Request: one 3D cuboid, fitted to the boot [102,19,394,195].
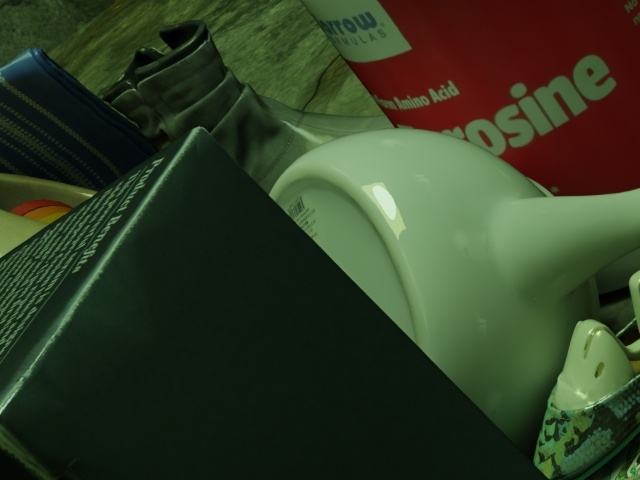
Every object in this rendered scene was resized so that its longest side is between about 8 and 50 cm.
[{"bbox_3d":[-0.055,-0.110,1.454,0.338,0.223,0.118,-17,30,43],"label":"boot"}]

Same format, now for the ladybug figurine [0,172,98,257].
[{"bbox_3d":[-0.225,0.050,1.384,0.449,0.305,0.162,24,104,60],"label":"ladybug figurine"}]

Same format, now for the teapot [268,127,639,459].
[{"bbox_3d":[0.084,0.042,0.991,0.187,0.253,0.256,-12,30,-29],"label":"teapot"}]

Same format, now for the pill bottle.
[{"bbox_3d":[0.118,-0.175,1.060,0.229,0.408,0.229,-33,22,15],"label":"pill bottle"}]

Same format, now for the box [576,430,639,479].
[{"bbox_3d":[0.192,0.147,0.800,0.159,0.044,0.233,-16,31,45],"label":"box"}]

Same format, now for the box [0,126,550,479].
[{"bbox_3d":[-0.123,0.173,0.851,0.395,0.293,0.212,-28,23,42],"label":"box"}]

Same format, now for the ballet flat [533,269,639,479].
[{"bbox_3d":[0.176,0.054,0.862,0.188,0.070,0.070,-41,22,-8],"label":"ballet flat"}]

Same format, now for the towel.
[{"bbox_3d":[-0.347,-0.045,1.582,0.336,0.243,0.040,-34,58,10],"label":"towel"}]
